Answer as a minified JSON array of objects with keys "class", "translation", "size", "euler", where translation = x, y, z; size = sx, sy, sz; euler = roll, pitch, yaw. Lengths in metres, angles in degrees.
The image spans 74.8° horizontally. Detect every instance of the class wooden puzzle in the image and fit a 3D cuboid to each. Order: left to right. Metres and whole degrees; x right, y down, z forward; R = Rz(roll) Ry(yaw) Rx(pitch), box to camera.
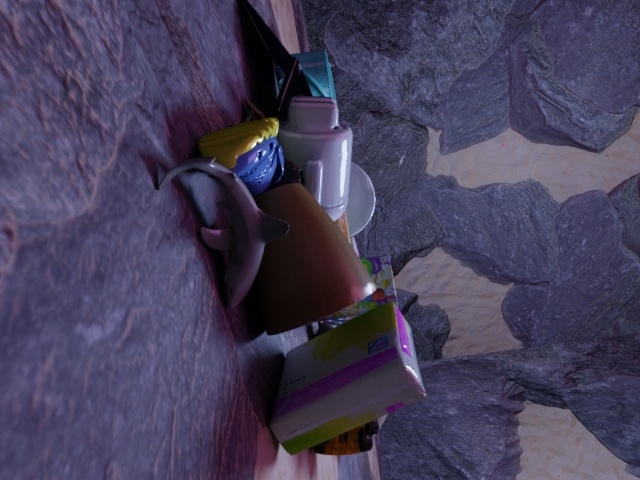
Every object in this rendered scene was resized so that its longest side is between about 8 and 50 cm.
[{"class":"wooden puzzle","translation":[-0.145,-0.300,0.994],"size":[0.116,0.014,0.078],"euler":[52,2,24]}]

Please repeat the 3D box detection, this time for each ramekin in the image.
[{"class":"ramekin","translation":[0.042,-0.139,1.431],"size":[0.127,0.272,0.273],"euler":[-151,-130,-85]}]

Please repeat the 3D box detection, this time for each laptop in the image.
[{"class":"laptop","translation":[-0.152,-0.427,1.260],"size":[0.382,0.236,0.408],"euler":[28,80,-79]}]

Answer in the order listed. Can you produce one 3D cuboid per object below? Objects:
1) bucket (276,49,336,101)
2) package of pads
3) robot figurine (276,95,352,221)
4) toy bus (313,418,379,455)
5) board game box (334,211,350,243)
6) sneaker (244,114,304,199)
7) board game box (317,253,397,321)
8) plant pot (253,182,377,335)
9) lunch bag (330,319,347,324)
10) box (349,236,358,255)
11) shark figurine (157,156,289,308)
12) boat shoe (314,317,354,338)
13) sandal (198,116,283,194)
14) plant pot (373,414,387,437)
[{"class":"bucket","translation":[-0.044,-0.577,1.589],"size":[0.281,0.183,0.281],"euler":[-10,90,-82]},{"class":"package of pads","translation":[0.049,0.264,0.845],"size":[0.101,0.296,0.229],"euler":[56,16,-16]},{"class":"robot figurine","translation":[-0.023,-0.181,1.078],"size":[0.300,0.199,0.354],"euler":[-86,179,-61]},{"class":"toy bus","translation":[0.056,0.416,1.077],"size":[0.211,0.149,0.220],"euler":[-93,-173,-46]},{"class":"board game box","translation":[0.000,0.000,1.267],"size":[0.259,0.039,0.124],"euler":[-35,-123,55]},{"class":"sneaker","translation":[-0.103,-0.183,0.947],"size":[0.083,0.118,0.222],"euler":[31,49,-79]},{"class":"board game box","translation":[0.092,0.154,1.309],"size":[0.144,0.275,0.142],"euler":[64,18,-62]},{"class":"plant pot","translation":[-0.043,0.023,0.840],"size":[0.237,0.237,0.254],"euler":[-8,76,-82]},{"class":"lunch bag","translation":[0.072,0.386,1.560],"size":[0.129,0.096,0.151],"euler":[71,30,-46]},{"class":"box","translation":[0.098,0.136,1.614],"size":[0.213,0.117,0.243],"euler":[61,22,-69]},{"class":"shark figurine","translation":[-0.109,-0.039,0.625],"size":[0.278,0.116,0.166],"euler":[79,30,-43]},{"class":"boat shoe","translation":[0.097,0.306,1.359],"size":[0.306,0.113,0.105],"euler":[18,90,-42]},{"class":"sandal","translation":[-0.125,-0.148,0.774],"size":[0.317,0.126,0.138],"euler":[-72,155,-70]},{"class":"plant pot","translation":[0.137,0.519,1.402],"size":[0.256,0.256,0.274],"euler":[-50,147,-79]}]
